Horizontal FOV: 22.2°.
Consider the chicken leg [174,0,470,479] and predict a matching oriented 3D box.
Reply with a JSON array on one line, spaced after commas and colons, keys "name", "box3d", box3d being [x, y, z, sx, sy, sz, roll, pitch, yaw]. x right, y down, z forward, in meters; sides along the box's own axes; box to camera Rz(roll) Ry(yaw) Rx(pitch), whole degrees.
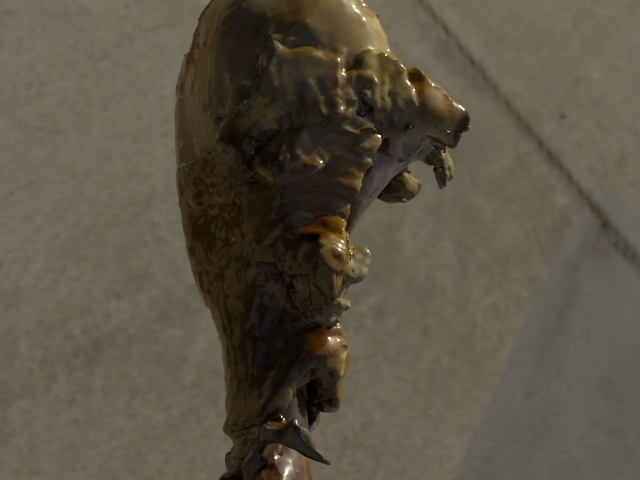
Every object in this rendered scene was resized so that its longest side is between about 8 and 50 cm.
[{"name": "chicken leg", "box3d": [-0.003, 0.000, 0.594, 0.101, 0.085, 0.207, 4, 75, -11]}]
